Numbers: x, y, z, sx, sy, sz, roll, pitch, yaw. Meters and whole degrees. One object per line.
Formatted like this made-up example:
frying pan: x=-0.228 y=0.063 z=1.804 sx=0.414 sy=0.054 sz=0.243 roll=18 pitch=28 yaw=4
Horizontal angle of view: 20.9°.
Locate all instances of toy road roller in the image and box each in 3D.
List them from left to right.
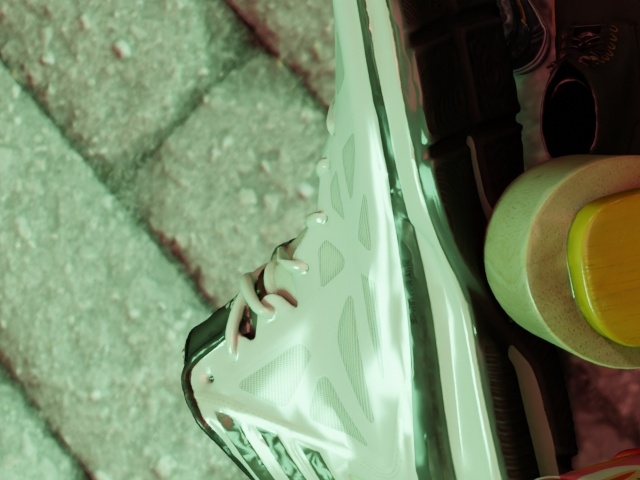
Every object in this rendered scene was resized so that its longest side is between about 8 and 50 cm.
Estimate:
toy road roller: x=0.275 y=0.052 z=0.992 sx=0.330 sy=0.202 sz=0.240 roll=-10 pitch=94 yaw=-4

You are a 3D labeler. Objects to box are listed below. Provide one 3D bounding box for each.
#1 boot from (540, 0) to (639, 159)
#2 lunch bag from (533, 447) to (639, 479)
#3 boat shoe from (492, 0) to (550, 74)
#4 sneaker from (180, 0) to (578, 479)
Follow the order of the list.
boot: x=0.177 y=-0.127 z=1.133 sx=0.077 sy=0.137 sz=0.197 roll=-14 pitch=76 yaw=22
lunch bag: x=0.226 y=0.277 z=0.974 sx=0.258 sy=0.120 sz=0.293 roll=12 pitch=107 yaw=48
boat shoe: x=0.090 y=-0.197 z=1.213 sx=0.065 sy=0.083 sz=0.183 roll=-43 pitch=67 yaw=13
sneaker: x=0.000 y=0.001 z=1.137 sx=0.258 sy=0.169 sz=0.447 roll=-7 pitch=98 yaw=27
